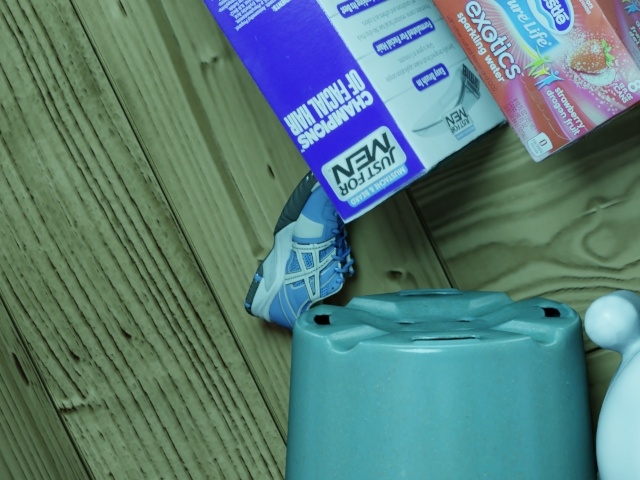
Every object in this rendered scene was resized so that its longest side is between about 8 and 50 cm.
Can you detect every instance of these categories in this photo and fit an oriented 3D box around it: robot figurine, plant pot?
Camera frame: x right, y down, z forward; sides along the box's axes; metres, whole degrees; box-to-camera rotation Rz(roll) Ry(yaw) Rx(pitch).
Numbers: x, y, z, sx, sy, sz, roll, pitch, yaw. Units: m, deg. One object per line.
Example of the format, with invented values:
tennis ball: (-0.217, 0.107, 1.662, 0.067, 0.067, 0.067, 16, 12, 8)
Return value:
robot figurine: (0.322, 0.157, 1.570, 0.300, 0.353, 0.200, 45, 97, 7)
plant pot: (0.105, 0.226, 1.748, 0.341, 0.341, 0.334, 2, 99, 27)

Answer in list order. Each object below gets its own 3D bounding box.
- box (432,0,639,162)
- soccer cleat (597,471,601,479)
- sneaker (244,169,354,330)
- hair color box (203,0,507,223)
box: (0.182, -0.212, 1.657, 0.128, 0.122, 0.257, -33, 89, 34)
soccer cleat: (0.277, 0.247, 1.821, 0.035, 0.029, 0.083, -20, 100, 23)
sneaker: (0.000, 0.000, 1.861, 0.081, 0.080, 0.211, 29, 128, 10)
hair color box: (0.005, -0.201, 1.720, 0.110, 0.185, 0.339, -34, 89, 32)
